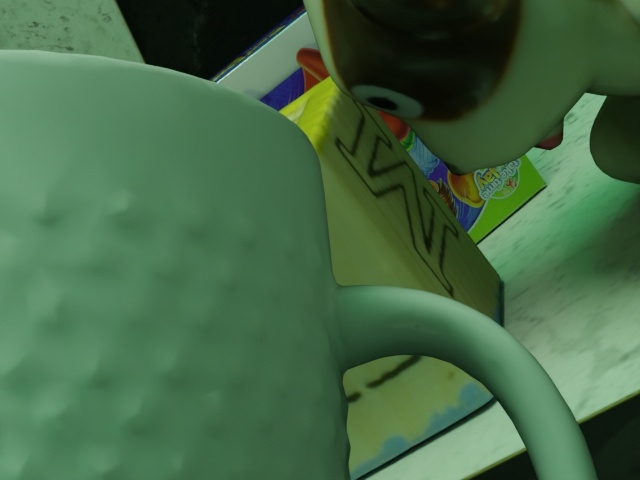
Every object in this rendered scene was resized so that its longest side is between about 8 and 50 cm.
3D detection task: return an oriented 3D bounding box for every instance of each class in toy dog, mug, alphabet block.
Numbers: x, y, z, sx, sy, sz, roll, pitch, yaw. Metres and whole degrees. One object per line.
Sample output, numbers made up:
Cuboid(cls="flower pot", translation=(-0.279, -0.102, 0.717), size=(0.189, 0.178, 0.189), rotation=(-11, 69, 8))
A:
Cuboid(cls="toy dog", translation=(0.184, -0.203, 0.792), size=(0.408, 0.395, 0.284), rotation=(-30, 22, -3))
Cuboid(cls="mug", translation=(-0.074, 0.128, 0.513), size=(0.374, 0.328, 0.276), rotation=(-5, -17, 0))
Cuboid(cls="alphabet block", translation=(-0.010, 0.033, 0.871), size=(0.192, 0.197, 0.193), rotation=(-33, 14, 17))

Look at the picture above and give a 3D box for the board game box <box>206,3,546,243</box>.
Cuboid(cls="board game box", translation=(-0.025, -0.030, 1.041), size=(0.347, 0.233, 0.078), rotation=(-40, 13, -7))
